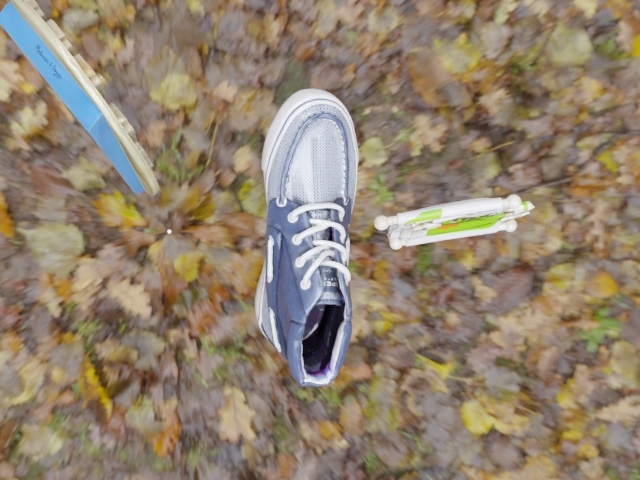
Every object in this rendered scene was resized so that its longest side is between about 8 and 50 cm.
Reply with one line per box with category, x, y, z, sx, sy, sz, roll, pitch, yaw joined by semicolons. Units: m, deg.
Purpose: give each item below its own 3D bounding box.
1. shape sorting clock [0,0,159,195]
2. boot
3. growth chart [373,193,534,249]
shape sorting clock;-0.198;-0.124;1.124;0.040;0.206;0.206;-39;94;-5
boot;0.000;0.000;0.889;0.069;0.086;0.190;-4;116;-19
growth chart;0.147;-0.021;1.431;0.172;0.237;0.021;-9;83;4
